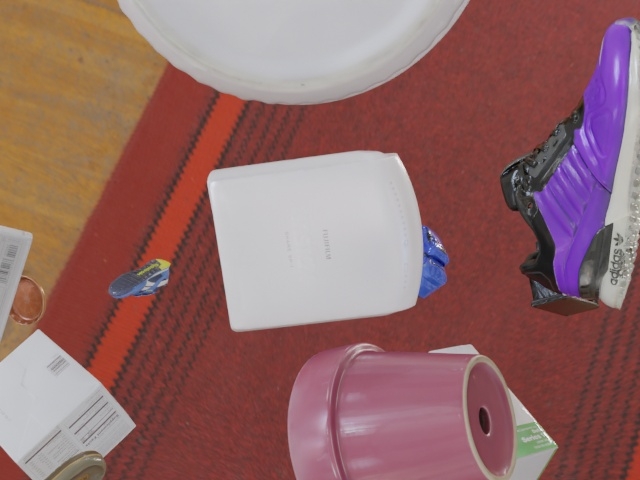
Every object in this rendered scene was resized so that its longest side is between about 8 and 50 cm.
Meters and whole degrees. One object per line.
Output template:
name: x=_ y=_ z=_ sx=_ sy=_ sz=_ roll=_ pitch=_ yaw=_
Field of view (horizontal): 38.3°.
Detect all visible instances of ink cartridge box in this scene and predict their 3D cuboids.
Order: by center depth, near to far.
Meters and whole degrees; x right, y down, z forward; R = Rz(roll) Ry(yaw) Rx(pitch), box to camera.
ink cartridge box: x=0.289 y=0.365 z=1.753 sx=0.117 sy=0.201 sz=0.278 roll=-6 pitch=41 yaw=-33

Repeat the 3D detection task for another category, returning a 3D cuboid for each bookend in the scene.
bookend: x=0.448 y=0.052 z=1.732 sx=0.072 sy=0.156 sz=0.157 roll=-20 pitch=67 yaw=34

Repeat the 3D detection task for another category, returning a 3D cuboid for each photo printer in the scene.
photo printer: x=0.000 y=0.000 z=1.394 sx=0.307 sy=0.107 sz=0.256 roll=-6 pitch=100 yaw=6

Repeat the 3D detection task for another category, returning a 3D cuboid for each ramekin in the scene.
ramekin: x=-0.018 y=-0.207 z=0.569 sx=0.272 sy=0.127 sz=0.273 roll=1 pitch=111 yaw=2

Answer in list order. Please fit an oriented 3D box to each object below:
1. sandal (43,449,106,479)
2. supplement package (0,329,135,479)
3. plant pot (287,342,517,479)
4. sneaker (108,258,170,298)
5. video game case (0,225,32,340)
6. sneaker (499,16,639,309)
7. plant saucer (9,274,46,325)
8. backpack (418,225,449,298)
sandal: x=-0.268 y=0.268 z=0.871 sx=0.049 sy=0.072 sz=0.180 roll=38 pitch=47 yaw=21
supplement package: x=-0.527 y=0.331 z=1.778 sx=0.204 sy=0.145 sz=0.262 roll=-43 pitch=44 yaw=-20
plant pot: x=0.095 y=0.196 z=0.949 sx=0.180 sy=0.201 sz=0.201 roll=-15 pitch=70 yaw=30
sneaker: x=-0.353 y=0.088 z=1.817 sx=0.053 sy=0.059 sz=0.144 roll=27 pitch=37 yaw=33
video game case: x=-0.568 y=0.066 z=1.389 sx=0.206 sy=0.026 sz=0.227 roll=15 pitch=111 yaw=-23
sneaker: x=0.255 y=-0.078 z=0.934 sx=0.146 sy=0.102 sz=0.293 roll=11 pitch=109 yaw=25
plant saucer: x=-0.483 y=0.098 z=1.509 sx=0.083 sy=0.013 sz=0.083 roll=3 pitch=99 yaw=22
backpack: x=0.187 y=0.039 z=1.733 sx=0.101 sy=0.098 sz=0.120 roll=-37 pitch=47 yaw=25
